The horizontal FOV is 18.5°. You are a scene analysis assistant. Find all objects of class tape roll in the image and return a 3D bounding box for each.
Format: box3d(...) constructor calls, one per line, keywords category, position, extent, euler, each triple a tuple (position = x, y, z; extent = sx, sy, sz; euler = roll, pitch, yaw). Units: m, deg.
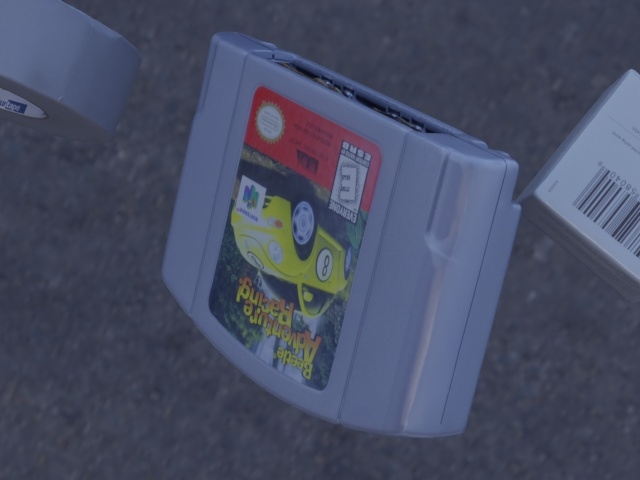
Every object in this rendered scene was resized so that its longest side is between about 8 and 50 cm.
box3d(category="tape roll", position=(-0.253, -0.149, 1.529), extent=(0.219, 0.219, 0.072), euler=(21, 82, -9))

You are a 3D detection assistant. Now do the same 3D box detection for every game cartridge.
box3d(category="game cartridge", position=(0.000, 0.000, 1.209), extent=(0.060, 0.196, 0.294), euler=(-2, 20, -35))

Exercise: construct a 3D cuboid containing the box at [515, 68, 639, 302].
box3d(category="box", position=(0.191, -0.031, 1.199), extent=(0.101, 0.087, 0.102), euler=(39, 84, 1))
